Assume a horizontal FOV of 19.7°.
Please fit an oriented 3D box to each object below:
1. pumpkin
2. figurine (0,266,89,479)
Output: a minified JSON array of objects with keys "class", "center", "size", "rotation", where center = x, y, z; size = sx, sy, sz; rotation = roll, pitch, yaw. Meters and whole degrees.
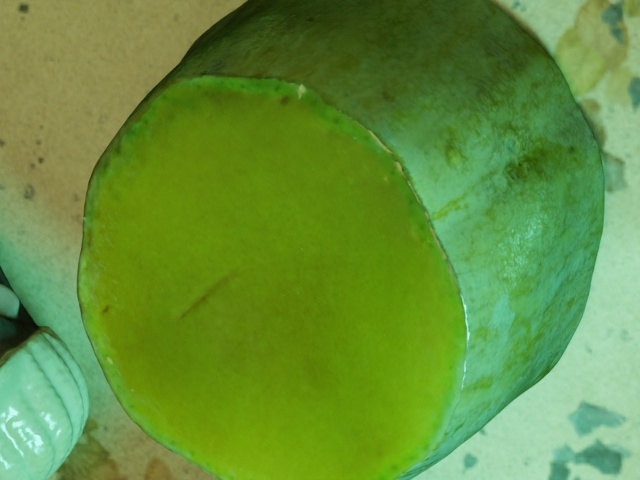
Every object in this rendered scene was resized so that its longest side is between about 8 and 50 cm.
[{"class":"pumpkin","center":[0.000,0.000,1.146],"size":[0.332,0.199,0.332],"rotation":[5,105,20]},{"class":"figurine","center":[-0.284,0.049,1.312],"size":[0.185,0.204,0.332],"rotation":[-34,64,28]}]
